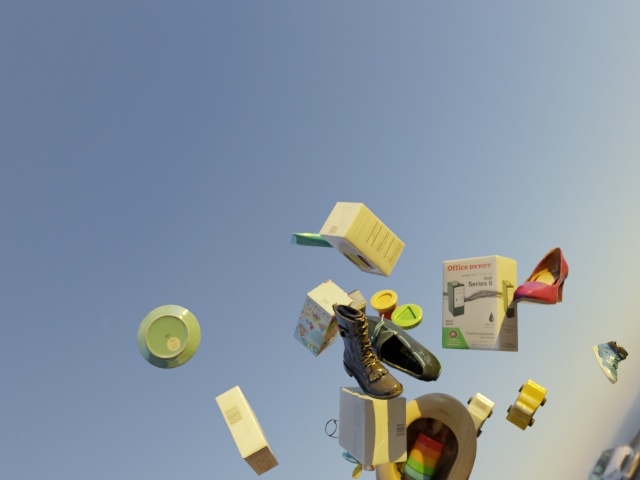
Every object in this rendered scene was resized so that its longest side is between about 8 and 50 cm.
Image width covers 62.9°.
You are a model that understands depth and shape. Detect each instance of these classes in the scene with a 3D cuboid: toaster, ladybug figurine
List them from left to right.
[{"bbox_3d":[0.123,0.337,2.428,0.185,0.110,0.168,-24,-40,-21],"label":"toaster"},{"bbox_3d":[0.356,0.729,1.788,0.449,0.305,0.162,-62,-15,1],"label":"ladybug figurine"}]

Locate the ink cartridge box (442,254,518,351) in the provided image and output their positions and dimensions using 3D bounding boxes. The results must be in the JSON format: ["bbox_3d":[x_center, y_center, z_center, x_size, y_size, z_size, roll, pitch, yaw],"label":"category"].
[{"bbox_3d":[0.503,0.203,1.665,0.121,0.211,0.289,13,-105,-39],"label":"ink cartridge box"}]

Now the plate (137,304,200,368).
[{"bbox_3d":[-0.452,0.284,1.553,0.188,0.188,0.024,-53,-7,-12],"label":"plate"}]

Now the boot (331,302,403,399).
[{"bbox_3d":[0.123,0.310,1.493,0.091,0.263,0.229,-25,-60,-29],"label":"boot"}]

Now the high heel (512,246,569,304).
[{"bbox_3d":[0.678,0.105,1.616,0.377,0.127,0.181,5,-94,-57],"label":"high heel"}]

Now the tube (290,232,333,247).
[{"bbox_3d":[0.000,0.000,1.846,0.080,0.207,0.052,100,171,-54],"label":"tube"}]

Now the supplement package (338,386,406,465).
[{"bbox_3d":[0.163,0.580,1.668,0.149,0.203,0.194,3,-94,-19],"label":"supplement package"}]

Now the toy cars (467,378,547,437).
[{"bbox_3d":[0.687,0.666,2.020,0.393,0.177,0.087,-25,-16,27],"label":"toy cars"}]

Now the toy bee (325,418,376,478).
[{"bbox_3d":[0.157,0.819,2.024,0.298,0.162,0.195,32,-116,-42],"label":"toy bee"}]

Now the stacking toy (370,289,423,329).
[{"bbox_3d":[0.286,0.377,2.223,0.309,0.279,0.130,-41,-54,-28],"label":"stacking toy"}]

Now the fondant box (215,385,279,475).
[{"bbox_3d":[-0.263,0.705,1.921,0.096,0.238,0.330,-28,-31,-12],"label":"fondant box"}]

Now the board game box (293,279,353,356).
[{"bbox_3d":[0.009,0.324,2.175,0.142,0.144,0.275,-30,-30,-42],"label":"board game box"}]

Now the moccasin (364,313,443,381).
[{"bbox_3d":[0.215,0.315,1.612,0.116,0.342,0.138,16,-86,-53],"label":"moccasin"}]

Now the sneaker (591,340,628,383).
[{"bbox_3d":[0.876,0.356,1.562,0.084,0.058,0.152,-32,15,23],"label":"sneaker"}]

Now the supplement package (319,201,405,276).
[{"bbox_3d":[0.141,-0.002,1.747,0.244,0.139,0.134,40,-108,-31],"label":"supplement package"}]
